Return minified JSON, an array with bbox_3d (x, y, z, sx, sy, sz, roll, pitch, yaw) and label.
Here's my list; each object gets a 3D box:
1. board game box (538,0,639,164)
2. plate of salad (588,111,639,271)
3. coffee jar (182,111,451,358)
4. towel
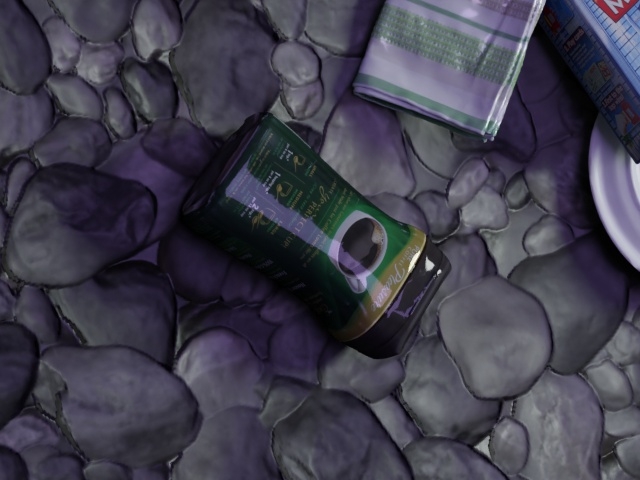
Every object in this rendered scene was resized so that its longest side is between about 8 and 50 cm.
[{"bbox_3d":[0.239,-0.192,1.436,0.194,0.060,0.194,44,64,2],"label":"board game box"},{"bbox_3d":[0.298,-0.049,1.471,0.200,0.048,0.200,3,78,-14],"label":"plate of salad"},{"bbox_3d":[0.000,0.000,1.325,0.184,0.079,0.096,38,69,-14],"label":"coffee jar"},{"bbox_3d":[0.100,-0.160,1.379,0.113,0.023,0.152,21,86,8],"label":"towel"}]
